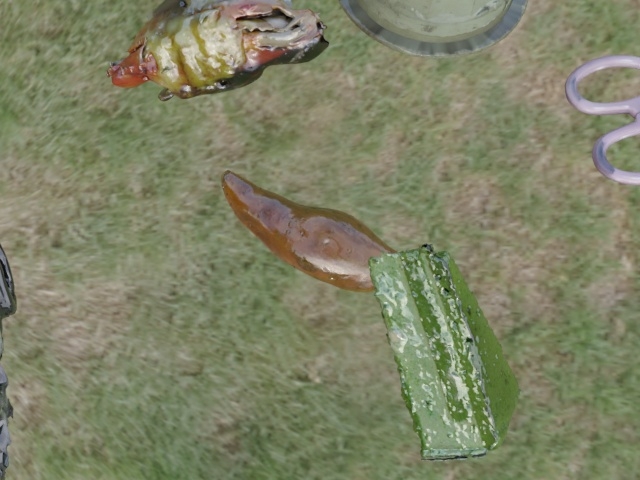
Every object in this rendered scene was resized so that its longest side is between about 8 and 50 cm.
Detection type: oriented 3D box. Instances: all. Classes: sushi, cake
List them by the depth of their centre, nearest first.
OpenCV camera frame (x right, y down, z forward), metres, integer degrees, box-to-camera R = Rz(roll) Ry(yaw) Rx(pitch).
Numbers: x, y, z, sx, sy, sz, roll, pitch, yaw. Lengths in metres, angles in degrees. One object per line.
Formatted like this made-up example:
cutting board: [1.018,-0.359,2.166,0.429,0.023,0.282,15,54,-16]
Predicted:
sushi: [-0.106,-0.198,1.144,0.097,0.226,0.103,53,29,-52]
cake: [0.128,0.100,1.244,0.099,0.100,0.235,-41,117,-55]

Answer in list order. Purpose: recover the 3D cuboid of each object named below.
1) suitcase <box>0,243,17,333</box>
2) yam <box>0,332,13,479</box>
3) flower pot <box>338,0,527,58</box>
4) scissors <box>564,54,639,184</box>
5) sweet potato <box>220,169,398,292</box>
suitcase: [-0.543,-0.046,1.556,0.188,0.345,0.339,-21,118,-19]
yam: [-0.187,0.089,0.379,0.202,0.271,0.201,18,43,10]
flower pot: [0.130,-0.323,1.189,0.212,0.203,0.212,4,59,-7]
scissors: [0.225,-0.078,0.652,0.176,0.022,0.085,-12,59,-4]
sweet potato: [0.004,0.004,1.789,0.359,0.112,0.112,21,81,0]
